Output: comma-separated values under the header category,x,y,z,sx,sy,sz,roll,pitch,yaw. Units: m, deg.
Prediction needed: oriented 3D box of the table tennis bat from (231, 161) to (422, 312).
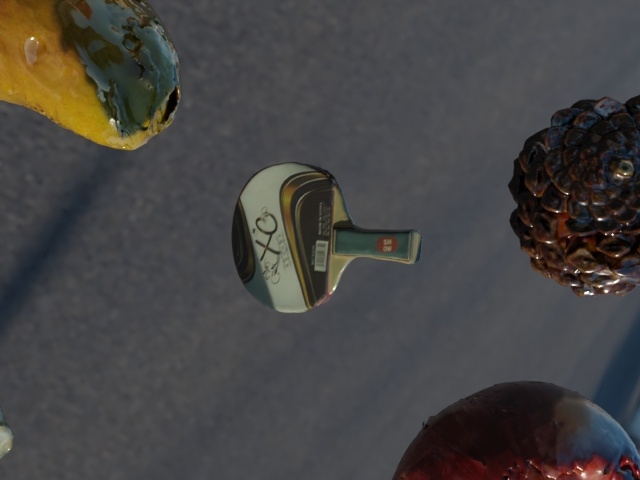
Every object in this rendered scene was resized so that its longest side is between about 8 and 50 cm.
category,x,y,z,sx,sy,sz,roll,pitch,yaw
table tennis bat,0.000,0.000,2.108,0.022,0.301,0.173,2,93,-43

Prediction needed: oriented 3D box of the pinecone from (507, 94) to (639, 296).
category,x,y,z,sx,sy,sz,roll,pitch,yaw
pinecone,0.235,-0.026,1.553,0.163,0.163,0.165,-61,166,-23

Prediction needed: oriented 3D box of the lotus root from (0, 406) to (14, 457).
category,x,y,z,sx,sy,sz,roll,pitch,yaw
lotus root,-0.399,0.222,1.765,0.235,0.138,0.119,-53,171,-31

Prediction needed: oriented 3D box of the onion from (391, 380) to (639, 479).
category,x,y,z,sx,sy,sz,roll,pitch,yaw
onion,0.199,0.276,1.887,0.276,0.276,0.276,-60,165,-27

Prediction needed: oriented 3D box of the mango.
category,x,y,z,sx,sy,sz,roll,pitch,yaw
mango,-0.225,-0.170,1.595,0.156,0.249,0.151,-49,163,3
